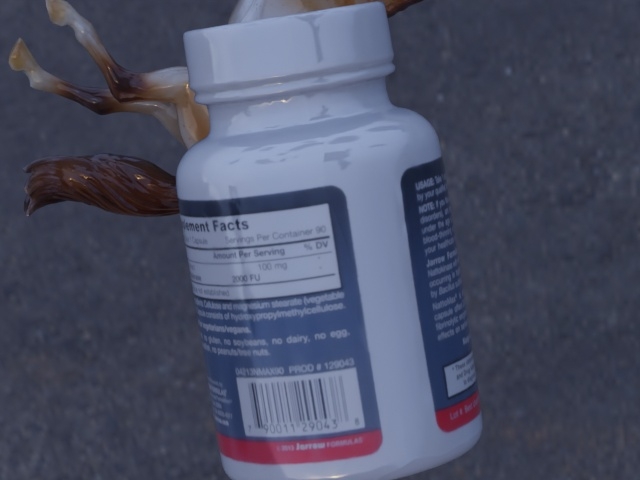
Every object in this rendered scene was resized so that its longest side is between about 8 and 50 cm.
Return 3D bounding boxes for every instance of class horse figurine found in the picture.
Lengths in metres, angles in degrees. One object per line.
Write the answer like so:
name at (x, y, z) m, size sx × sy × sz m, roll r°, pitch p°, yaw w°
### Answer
horse figurine at (-0.044, -0.109, 0.966) m, size 0.174 × 0.263 × 0.066 m, roll 31°, pitch 13°, yaw -11°

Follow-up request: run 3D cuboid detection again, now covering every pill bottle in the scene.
pill bottle at (0.000, 0.000, 0.769) m, size 0.108 × 0.180 × 0.108 m, roll -8°, pitch 7°, yaw 1°
